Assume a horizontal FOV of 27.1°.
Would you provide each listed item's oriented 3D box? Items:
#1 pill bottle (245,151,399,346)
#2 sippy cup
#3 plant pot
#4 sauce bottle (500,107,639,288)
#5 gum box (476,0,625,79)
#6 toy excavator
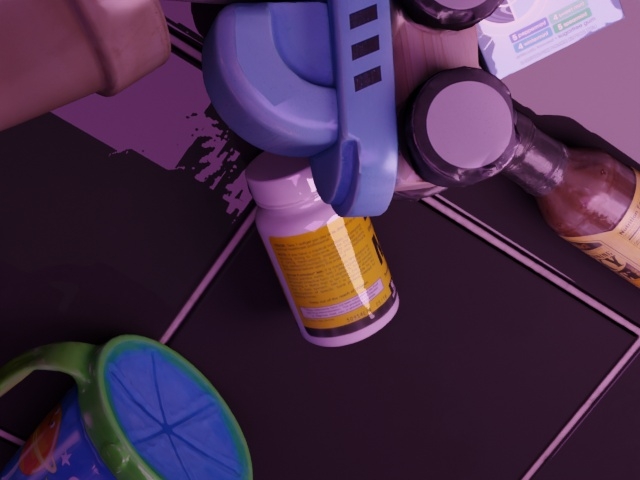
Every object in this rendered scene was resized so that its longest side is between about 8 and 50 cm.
[{"bbox_3d":[0.000,0.000,1.437,0.119,0.119,0.208,-21,116,0],"label":"pill bottle"},{"bbox_3d":[-0.232,0.260,1.469,0.224,0.240,0.305,-40,76,20],"label":"sippy cup"},{"bbox_3d":[-0.333,-0.206,1.119,0.280,0.323,0.323,-38,116,-14],"label":"plant pot"},{"bbox_3d":[0.324,-0.033,1.487,0.344,0.111,0.111,32,105,-19],"label":"sauce bottle"},{"bbox_3d":[0.214,-0.282,1.391,0.157,0.041,0.184,-26,115,2],"label":"gum box"},{"bbox_3d":[-0.066,-0.232,1.245,0.445,0.222,0.433,-4,89,-13],"label":"toy excavator"}]
